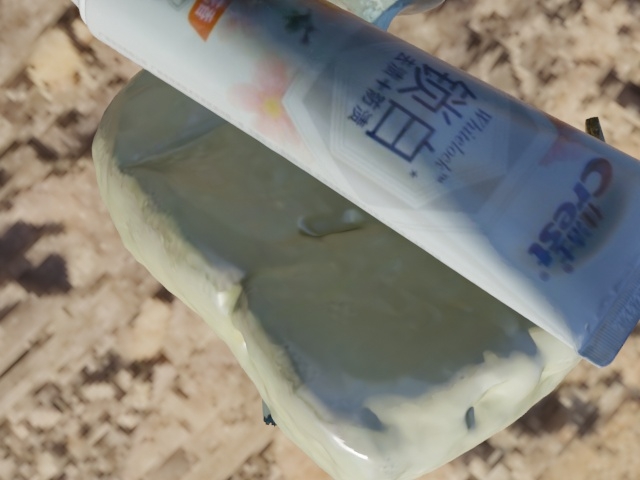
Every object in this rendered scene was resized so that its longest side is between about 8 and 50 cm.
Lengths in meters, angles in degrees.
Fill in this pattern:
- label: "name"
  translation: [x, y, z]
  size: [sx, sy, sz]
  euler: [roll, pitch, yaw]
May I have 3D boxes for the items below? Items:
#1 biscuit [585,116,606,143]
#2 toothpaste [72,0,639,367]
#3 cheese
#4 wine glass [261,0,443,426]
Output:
- label: "biscuit"
  translation: [0.173, -0.031, 0.995]
  size: [0.016, 0.082, 0.092]
  euler: [-20, 115, 12]
- label: "toothpaste"
  translation: [0.007, -0.063, 0.722]
  size: [0.100, 0.323, 0.066]
  euler: [-51, 164, -28]
- label: "cheese"
  translation: [0.000, 0.001, 0.825]
  size: [0.159, 0.263, 0.093]
  euler: [-29, 150, -22]
- label: "wine glass"
  translation: [0.083, -0.032, 1.038]
  size: [0.096, 0.264, 0.309]
  euler: [20, 71, -45]
